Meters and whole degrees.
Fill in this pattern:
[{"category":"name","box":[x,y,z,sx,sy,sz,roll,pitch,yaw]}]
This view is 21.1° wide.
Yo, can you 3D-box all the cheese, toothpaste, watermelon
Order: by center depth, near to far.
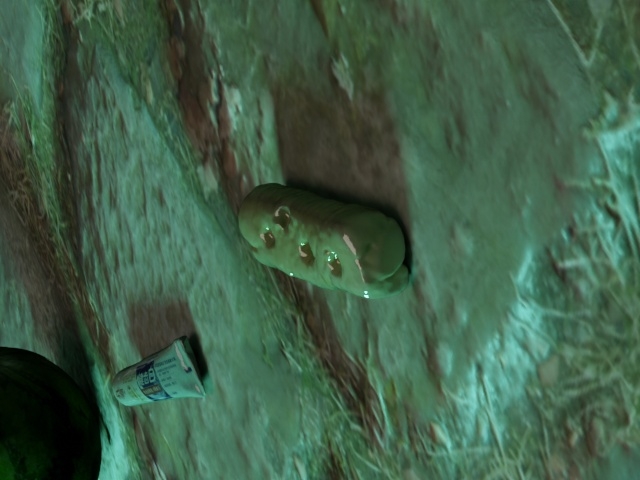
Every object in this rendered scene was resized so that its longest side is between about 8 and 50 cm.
[{"category":"cheese","box":[0.000,0.000,1.176,0.194,0.043,0.064,14,125,62]},{"category":"toothpaste","box":[-0.158,0.133,1.656,0.233,0.038,0.060,-23,89,65]},{"category":"watermelon","box":[-0.370,0.240,1.961,0.242,0.242,0.242,48,148,44]}]
